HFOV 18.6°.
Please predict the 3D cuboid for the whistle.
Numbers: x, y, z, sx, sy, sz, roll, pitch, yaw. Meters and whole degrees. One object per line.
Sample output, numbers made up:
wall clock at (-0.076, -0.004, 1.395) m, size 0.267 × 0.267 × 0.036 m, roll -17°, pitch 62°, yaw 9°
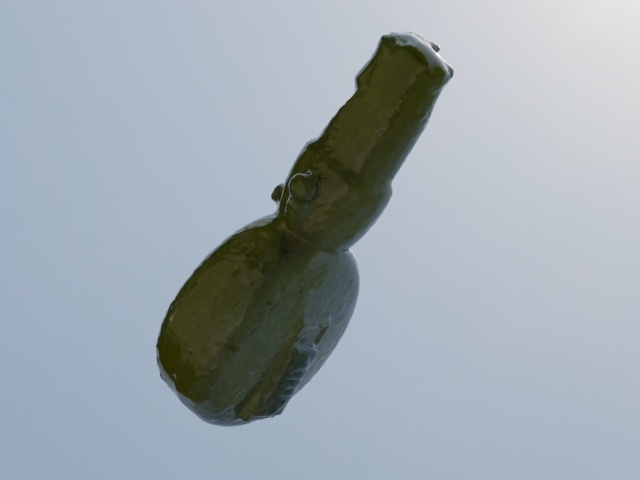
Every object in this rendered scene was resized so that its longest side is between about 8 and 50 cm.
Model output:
whistle at (0.000, 0.000, 0.864) m, size 0.057 × 0.104 × 0.198 m, roll 42°, pitch -71°, yaw 25°
